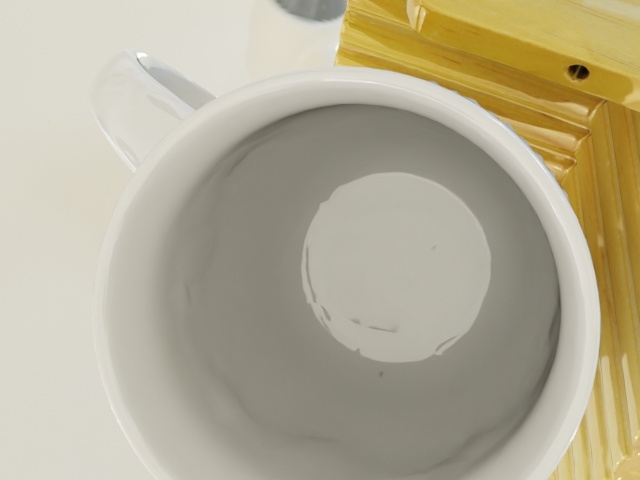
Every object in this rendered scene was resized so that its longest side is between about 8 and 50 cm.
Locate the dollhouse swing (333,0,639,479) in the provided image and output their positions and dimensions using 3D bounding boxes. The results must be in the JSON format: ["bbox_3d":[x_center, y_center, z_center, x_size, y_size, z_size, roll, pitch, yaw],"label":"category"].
[{"bbox_3d":[0.117,0.006,0.849,0.315,0.346,0.305,19,-128,5],"label":"dollhouse swing"}]

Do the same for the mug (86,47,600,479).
[{"bbox_3d":[0.000,0.000,0.753,0.374,0.328,0.276,39,-79,5],"label":"mug"}]
